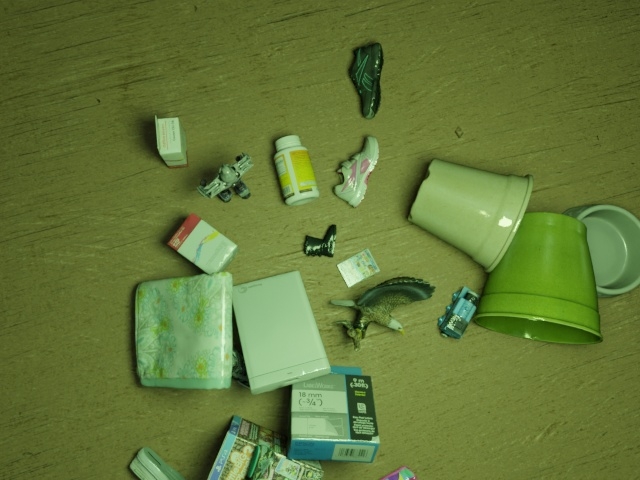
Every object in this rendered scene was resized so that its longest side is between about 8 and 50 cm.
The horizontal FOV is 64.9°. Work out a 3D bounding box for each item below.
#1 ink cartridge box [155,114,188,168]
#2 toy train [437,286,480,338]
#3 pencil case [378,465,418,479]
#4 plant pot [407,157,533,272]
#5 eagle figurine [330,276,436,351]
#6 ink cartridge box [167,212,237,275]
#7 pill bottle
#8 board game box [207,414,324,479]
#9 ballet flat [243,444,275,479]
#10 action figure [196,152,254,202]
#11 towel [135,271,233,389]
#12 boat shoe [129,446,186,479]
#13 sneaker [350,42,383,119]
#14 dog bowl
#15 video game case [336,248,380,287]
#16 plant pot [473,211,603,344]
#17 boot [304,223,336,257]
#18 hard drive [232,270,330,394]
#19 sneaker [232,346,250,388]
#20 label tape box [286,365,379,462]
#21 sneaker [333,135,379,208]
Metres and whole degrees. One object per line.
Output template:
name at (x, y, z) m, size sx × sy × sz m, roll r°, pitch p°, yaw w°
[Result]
ink cartridge box at (-0.467, -0.310, 1.585) m, size 0.067 × 0.198 × 0.115 m, roll -7°, pitch 83°, yaw -7°
toy train at (0.458, 0.238, 1.652) m, size 0.080 × 0.105 × 0.184 m, roll 34°, pitch 80°, yaw -1°
pencil case at (0.194, 0.788, 1.554) m, size 0.236 × 0.104 × 0.105 m, roll -22°, pitch 85°, yaw -10°
plant pot at (0.459, -0.108, 1.618) m, size 0.305 × 0.334 × 0.334 m, roll 23°, pitch 80°, yaw 9°
eagle figurine at (0.205, 0.203, 1.583) m, size 0.298 × 0.226 × 0.225 m, roll -49°, pitch 126°, yaw 6°
ink cartridge box at (-0.363, 0.021, 1.585) m, size 0.176 × 0.128 × 0.127 m, roll 36°, pitch 80°, yaw 0°
pill bottle at (-0.083, -0.230, 1.655) m, size 0.117 × 0.117 × 0.215 m, roll -14°, pitch 84°, yaw -8°
board game box at (-0.158, 0.652, 1.467) m, size 0.290 × 0.232 × 0.141 m, roll 23°, pitch 81°, yaw -2°
ballet flat at (-0.171, 0.635, 1.321) m, size 0.070 × 0.070 × 0.189 m, roll 24°, pitch 85°, yaw -2°
action figure at (-0.286, -0.183, 1.542) m, size 0.185 × 0.285 × 0.099 m, roll -29°, pitch 85°, yaw -10°
towel at (-0.405, 0.265, 1.471) m, size 0.374 × 0.090 × 0.321 m, roll -8°, pitch 81°, yaw 33°
boat shoe at (-0.475, 0.724, 1.510) m, size 0.226 × 0.083 × 0.076 m, roll 42°, pitch 92°, yaw 12°
sneaker at (0.159, -0.550, 1.751) m, size 0.106 × 0.101 × 0.268 m, roll 3°, pitch 82°, yaw 17°
dog bowl at (0.970, 0.034, 1.737) m, size 0.348 × 0.102 × 0.349 m, roll 1°, pitch 83°, yaw -6°
video game case at (0.127, 0.092, 1.686) m, size 0.122 × 0.011 × 0.087 m, roll -27°, pitch 85°, yaw -9°
plant pot at (0.692, 0.111, 1.583) m, size 0.366 × 0.366 × 0.353 m, roll 14°, pitch 74°, yaw -4°
boot at (0.000, 0.000, 1.671) m, size 0.099 × 0.045 × 0.121 m, roll 8°, pitch 82°, yaw -2°
hard drive at (-0.130, 0.266, 1.526) m, size 0.232 × 0.047 × 0.353 m, roll -13°, pitch 52°, yaw -9°
sneaker at (-0.244, 0.390, 1.533) m, size 0.268 × 0.153 × 0.101 m, roll 28°, pitch 81°, yaw -1°
label tape box at (0.028, 0.465, 1.472) m, size 0.240 × 0.334 × 0.106 m, roll 5°, pitch 126°, yaw -6°
sneaker at (0.119, -0.242, 1.685) m, size 0.111 × 0.103 × 0.252 m, roll 21°, pitch 80°, yaw -4°
